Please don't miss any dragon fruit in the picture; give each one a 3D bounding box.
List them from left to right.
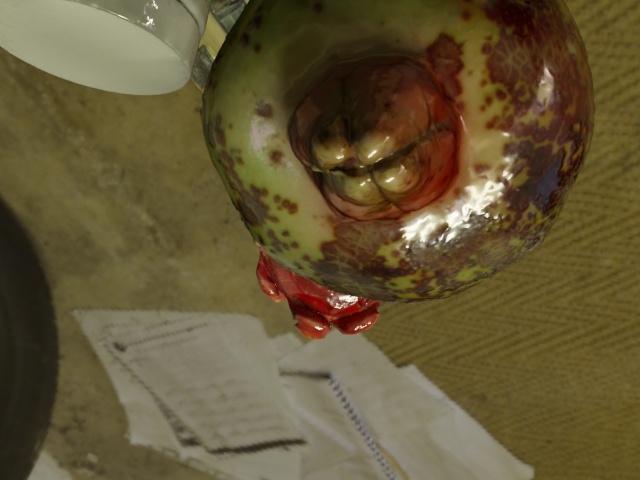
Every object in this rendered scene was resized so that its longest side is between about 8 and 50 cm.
[{"bbox_3d":[0.004,0.004,0.649,0.112,0.068,0.126,0,94,14],"label":"dragon fruit"}]

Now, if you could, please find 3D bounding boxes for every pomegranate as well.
[{"bbox_3d":[0.038,-0.062,0.490,0.214,0.248,0.214,2,101,8],"label":"pomegranate"}]

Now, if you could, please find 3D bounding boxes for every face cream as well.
[{"bbox_3d":[-0.173,-0.223,0.771,0.177,0.152,0.177,13,166,3],"label":"face cream"}]

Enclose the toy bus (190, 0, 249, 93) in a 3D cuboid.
[{"bbox_3d":[-0.172,-0.378,1.403,0.365,0.202,0.177,53,156,-9],"label":"toy bus"}]
